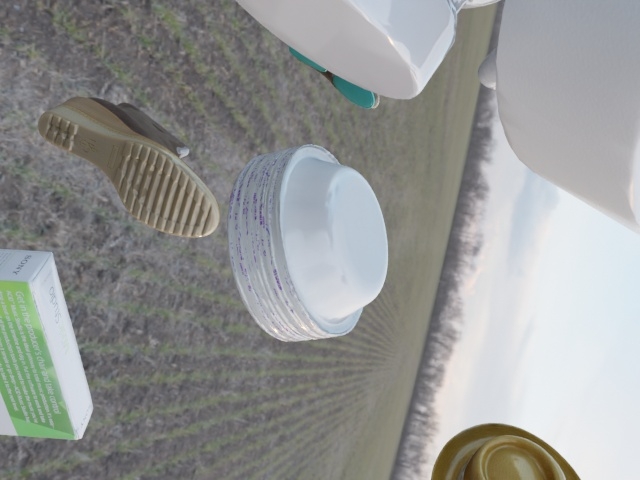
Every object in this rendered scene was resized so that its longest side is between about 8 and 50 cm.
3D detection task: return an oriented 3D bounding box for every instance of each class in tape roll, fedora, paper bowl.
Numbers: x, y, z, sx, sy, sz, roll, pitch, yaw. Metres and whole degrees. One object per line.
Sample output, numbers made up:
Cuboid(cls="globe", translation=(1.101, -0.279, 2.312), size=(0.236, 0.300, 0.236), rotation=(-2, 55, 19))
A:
Cuboid(cls="tape roll", translation=(0.240, -0.140, 0.379), size=(0.286, 0.100, 0.286), rotation=(-21, 132, -25))
Cuboid(cls="fedora", translation=(0.217, 0.281, 0.720), size=(0.079, 0.194, 0.194), rotation=(89, 17, -50))
Cuboid(cls="paper bowl", translation=(0.000, 0.000, 0.956), size=(0.284, 0.148, 0.285), rotation=(31, 54, -56))

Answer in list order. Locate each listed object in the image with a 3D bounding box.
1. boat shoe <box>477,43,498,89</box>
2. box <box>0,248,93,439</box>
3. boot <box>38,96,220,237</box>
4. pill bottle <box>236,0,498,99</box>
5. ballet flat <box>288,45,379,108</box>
Cuboid(cls="boat shoe", translation=(0.236, -0.181, 0.648), size=(0.063, 0.184, 0.066), rotation=(-20, -88, 64))
Cuboid(cls="box", translation=(-0.424, 0.109, 0.697), size=(0.059, 0.321, 0.233), rotation=(-80, 174, -55))
Cuboid(cls="boot", translation=(-0.202, -0.105, 0.823), size=(0.090, 0.248, 0.207), rotation=(-58, 177, 18))
Cuboid(cls="pill bottle", translation=(0.092, -0.289, 0.418), size=(0.363, 0.210, 0.210), rotation=(-57, 168, 0))
Cuboid(cls="ballet flat", translation=(0.036, -0.318, 1.186), size=(0.067, 0.206, 0.073), rotation=(-42, 170, -44))
